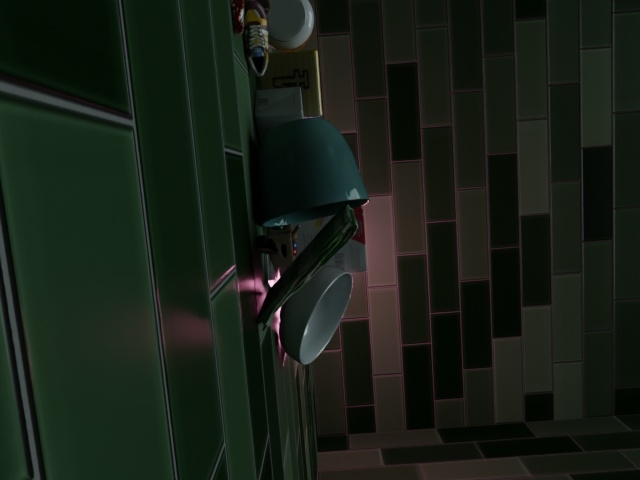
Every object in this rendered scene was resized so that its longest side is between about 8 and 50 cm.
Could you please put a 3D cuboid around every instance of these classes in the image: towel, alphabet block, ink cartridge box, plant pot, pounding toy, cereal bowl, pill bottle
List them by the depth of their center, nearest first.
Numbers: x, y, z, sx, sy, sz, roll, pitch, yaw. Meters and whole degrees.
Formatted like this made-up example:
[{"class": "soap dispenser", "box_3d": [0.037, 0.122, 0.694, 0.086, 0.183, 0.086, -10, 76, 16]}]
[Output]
[{"class": "towel", "box_3d": [-0.030, 0.055, 1.223, 0.325, 0.038, 0.248, -49, -172, 11]}, {"class": "plant pot", "box_3d": [-0.040, -0.183, 1.343, 0.293, 0.293, 0.235, 74, 2, -87]}, {"class": "pounding toy", "box_3d": [-0.105, -0.001, 1.538, 0.130, 0.100, 0.141, -94, 180, -67]}, {"class": "alphabet block", "box_3d": [-0.096, -0.492, 1.607, 0.192, 0.193, 0.197, -98, -177, -73]}, {"class": "cereal bowl", "box_3d": [-0.033, 0.225, 1.660, 0.339, 0.141, 0.339, -51, 156, -33]}, {"class": "pill bottle", "box_3d": [-0.114, -0.723, 1.669, 0.334, 0.187, 0.188, -91, 177, -71]}, {"class": "ink cartridge box", "box_3d": [0.000, 0.000, 1.759, 0.131, 0.306, 0.226, -95, 180, -66]}]

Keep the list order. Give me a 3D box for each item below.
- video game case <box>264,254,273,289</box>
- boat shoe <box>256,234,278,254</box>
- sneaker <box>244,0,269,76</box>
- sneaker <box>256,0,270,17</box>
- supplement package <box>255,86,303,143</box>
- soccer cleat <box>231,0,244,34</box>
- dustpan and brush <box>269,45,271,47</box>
[{"class": "video game case", "box_3d": [-0.144, 0.094, 1.426, 0.122, 0.011, 0.087, 85, 2, -68]}, {"class": "boat shoe", "box_3d": [-0.133, 0.014, 1.287, 0.133, 0.049, 0.042, 58, 36, -79]}, {"class": "sneaker", "box_3d": [-0.162, -0.516, 1.298, 0.185, 0.069, 0.084, 84, -3, -50]}, {"class": "sneaker", "box_3d": [-0.179, -0.600, 1.415, 0.071, 0.066, 0.188, -174, -95, -74]}, {"class": "supplement package", "box_3d": [-0.111, -0.311, 1.511, 0.244, 0.133, 0.139, 85, 0, -46]}, {"class": "soccer cleat", "box_3d": [-0.185, -0.507, 1.141, 0.035, 0.029, 0.083, -132, -140, -77]}, {"class": "dustpan and brush", "box_3d": [-0.180, -0.820, 2.024, 0.211, 0.060, 0.147, -59, 145, -89]}]
